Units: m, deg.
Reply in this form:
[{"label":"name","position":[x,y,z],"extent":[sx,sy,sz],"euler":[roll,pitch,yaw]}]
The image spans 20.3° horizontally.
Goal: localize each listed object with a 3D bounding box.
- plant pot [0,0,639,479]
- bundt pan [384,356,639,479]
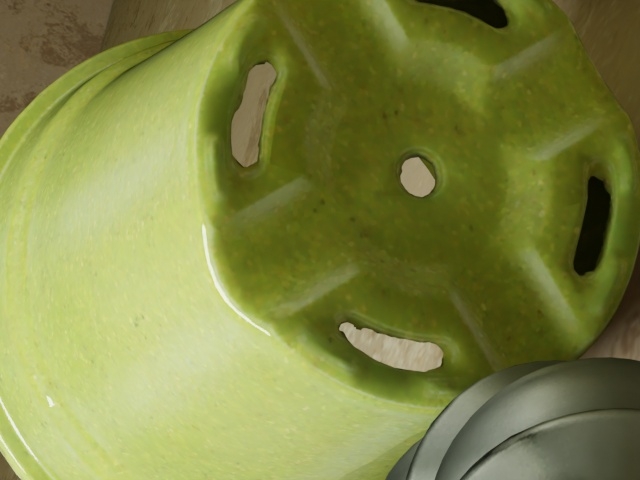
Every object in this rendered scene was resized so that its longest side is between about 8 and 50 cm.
[{"label":"plant pot","position":[0.000,0.000,0.761],"extent":[0.254,0.276,0.276],"euler":[144,143,-66]},{"label":"bundt pan","position":[0.045,0.175,0.552],"extent":[0.331,0.124,0.331],"euler":[-61,5,9]}]
